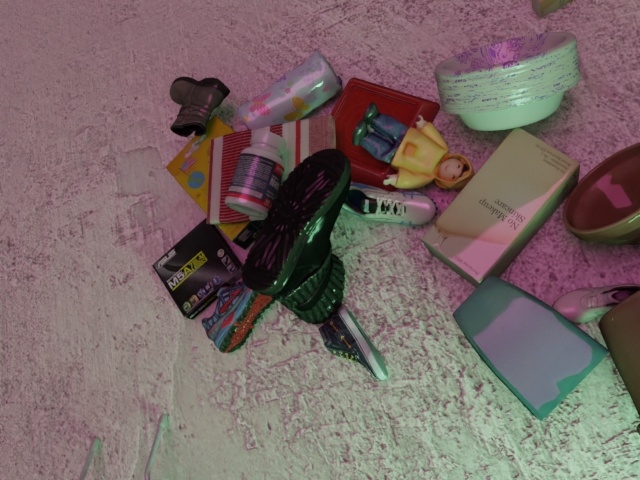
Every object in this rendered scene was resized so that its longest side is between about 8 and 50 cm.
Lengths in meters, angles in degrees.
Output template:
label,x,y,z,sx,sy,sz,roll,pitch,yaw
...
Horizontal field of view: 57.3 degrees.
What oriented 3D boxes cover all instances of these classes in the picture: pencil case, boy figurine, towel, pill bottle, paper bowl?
label,x,y,z,sx,sy,sz,roll,pitch,yaw
pencil case,-0.080,-0.366,1.495,0.273,0.113,0.124,-35,55,7
boy figurine,0.208,-0.188,1.304,0.285,0.092,0.177,33,82,12
towel,-0.118,-0.162,1.397,0.329,0.037,0.237,-6,72,20
pill bottle,-0.140,-0.151,1.322,0.108,0.108,0.180,12,80,24
paper bowl,0.394,-0.328,1.234,0.284,0.284,0.148,-9,113,18

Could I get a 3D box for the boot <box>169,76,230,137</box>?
label,x,y,z,sx,sy,sz,roll,pitch,yaw
boot,-0.362,-0.355,1.571,0.246,0.083,0.161,10,65,45

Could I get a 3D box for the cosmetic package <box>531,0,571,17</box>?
label,x,y,z,sx,sy,sz,roll,pitch,yaw
cosmetic package,0.549,-0.572,1.350,0.115,0.060,0.041,-28,65,12

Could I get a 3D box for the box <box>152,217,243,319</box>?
label,x,y,z,sx,sy,sz,roll,pitch,yaw
box,-0.306,0.070,1.474,0.191,0.045,0.184,-40,66,4

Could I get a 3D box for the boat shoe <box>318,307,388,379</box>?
label,x,y,z,sx,sy,sz,roll,pitch,yaw
boat shoe,0.069,0.240,1.266,0.083,0.065,0.183,-39,58,8

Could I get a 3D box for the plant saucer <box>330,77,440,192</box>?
label,x,y,z,sx,sy,sz,roll,pitch,yaw
plant saucer,0.117,-0.268,1.423,0.259,0.048,0.258,25,83,27

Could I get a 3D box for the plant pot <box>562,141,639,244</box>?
label,x,y,z,sx,sy,sz,roll,pitch,yaw
plant pot,0.595,-0.071,1.109,0.110,0.237,0.237,41,90,-13

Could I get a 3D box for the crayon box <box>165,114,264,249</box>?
label,x,y,z,sx,sy,sz,roll,pitch,yaw
crayon box,-0.231,-0.155,1.500,0.202,0.081,0.318,-45,64,2

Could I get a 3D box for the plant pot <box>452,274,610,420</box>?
label,x,y,z,sx,sy,sz,roll,pitch,yaw
plant pot,0.370,0.185,1.092,0.165,0.166,0.234,-46,69,1

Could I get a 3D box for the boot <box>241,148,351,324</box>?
label,x,y,z,sx,sy,sz,roll,pitch,yaw
boot,-0.003,-0.001,1.262,0.131,0.260,0.348,31,88,38

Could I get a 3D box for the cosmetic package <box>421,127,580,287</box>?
label,x,y,z,sx,sy,sz,roll,pitch,yaw
cosmetic package,0.374,-0.062,1.219,0.160,0.113,0.309,39,88,27

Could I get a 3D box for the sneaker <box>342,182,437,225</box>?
label,x,y,z,sx,sy,sz,roll,pitch,yaw
sneaker,0.145,-0.076,1.317,0.237,0.086,0.085,12,114,29

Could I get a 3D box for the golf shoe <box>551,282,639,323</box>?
label,x,y,z,sx,sy,sz,roll,pitch,yaw
golf shoe,0.531,0.111,1.115,0.176,0.086,0.069,-16,69,17

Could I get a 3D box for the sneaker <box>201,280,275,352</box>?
label,x,y,z,sx,sy,sz,roll,pitch,yaw
sneaker,-0.189,0.128,1.377,0.125,0.104,0.262,35,87,29

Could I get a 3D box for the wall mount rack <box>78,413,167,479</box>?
label,x,y,z,sx,sy,sz,roll,pitch,yaw
wall mount rack,-0.443,0.574,1.319,0.350,0.130,0.304,-22,70,13

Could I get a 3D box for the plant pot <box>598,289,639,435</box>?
label,x,y,z,sx,sy,sz,roll,pitch,yaw
plant pot,0.597,0.192,0.968,0.263,0.263,0.229,-33,61,8
